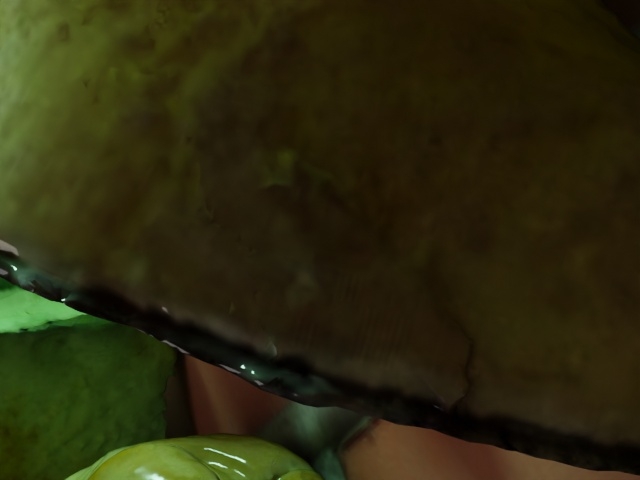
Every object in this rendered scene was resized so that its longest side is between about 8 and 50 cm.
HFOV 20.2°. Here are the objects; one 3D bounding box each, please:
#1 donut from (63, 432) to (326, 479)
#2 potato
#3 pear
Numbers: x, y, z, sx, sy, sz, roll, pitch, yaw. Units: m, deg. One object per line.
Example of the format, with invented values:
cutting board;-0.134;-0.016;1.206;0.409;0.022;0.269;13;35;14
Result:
donut;-0.078;0.293;1.028;0.360;0.170;0.360;0;89;45
potato;0.002;-0.127;0.604;0.397;0.290;0.296;24;103;31
pear;-0.221;0.108;1.262;0.282;0.176;0.286;32;132;54
